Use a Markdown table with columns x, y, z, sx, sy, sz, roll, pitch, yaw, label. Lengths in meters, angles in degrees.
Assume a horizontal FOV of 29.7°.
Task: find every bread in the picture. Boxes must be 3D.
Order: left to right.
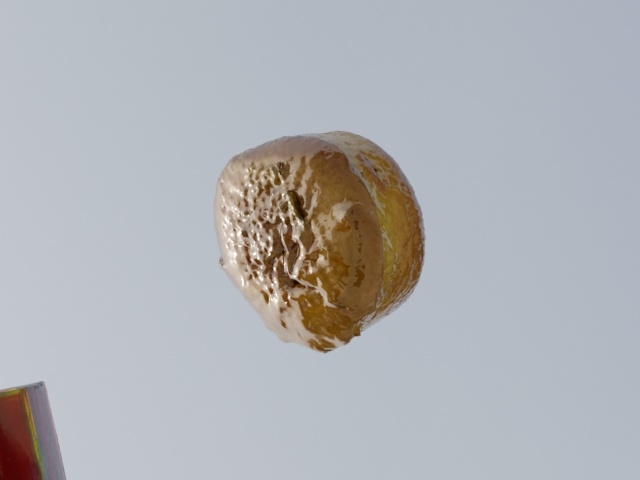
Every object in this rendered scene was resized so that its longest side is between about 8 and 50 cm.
| x | y | z | sx | sy | sz | roll | pitch | yaw | label |
| --- | --- | --- | --- | --- | --- | --- | --- | --- | --- |
| 0.000 | 0.000 | 1.348 | 0.146 | 0.268 | 0.268 | -16 | -66 | -41 | bread |

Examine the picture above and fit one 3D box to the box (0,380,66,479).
| x | y | z | sx | sy | sz | roll | pitch | yaw | label |
| --- | --- | --- | --- | --- | --- | --- | --- | --- | --- |
| -0.435 | 0.282 | 1.299 | 0.313 | 0.089 | 0.197 | -13 | -95 | 2 | box |
